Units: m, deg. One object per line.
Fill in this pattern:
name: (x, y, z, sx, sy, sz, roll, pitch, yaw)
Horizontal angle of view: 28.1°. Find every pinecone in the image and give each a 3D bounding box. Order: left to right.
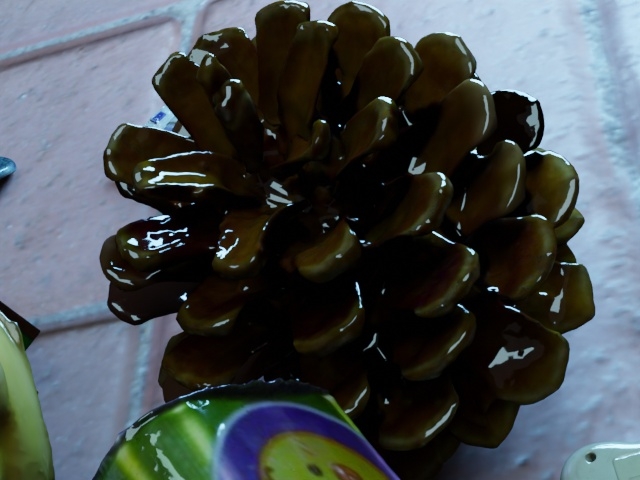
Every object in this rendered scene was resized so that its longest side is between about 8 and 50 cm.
pinecone: (0.003, -0.010, 0.666, 0.264, 0.264, 0.264, -13, 44, 13)

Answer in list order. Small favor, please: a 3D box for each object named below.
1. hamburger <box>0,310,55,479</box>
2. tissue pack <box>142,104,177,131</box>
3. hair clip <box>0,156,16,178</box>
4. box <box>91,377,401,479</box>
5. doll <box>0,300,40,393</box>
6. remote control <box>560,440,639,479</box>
hamburger: (-0.289, 0.119, 0.617, 0.276, 0.237, 0.276, -1, 88, 22)
tissue pack: (-0.052, -0.073, 0.917, 0.193, 0.026, 0.122, 23, 61, 39)
hair clip: (-0.324, 0.024, 0.930, 0.048, 0.083, 0.275, 17, 64, 30)
box: (0.052, 0.198, 0.449, 0.345, 0.134, 0.097, 48, 116, 34)
doll: (-0.260, 0.095, 0.789, 0.186, 0.106, 0.134, -37, 39, 11)
remote control: (0.180, 0.121, 0.615, 0.122, 0.032, 0.074, -17, 43, 10)
